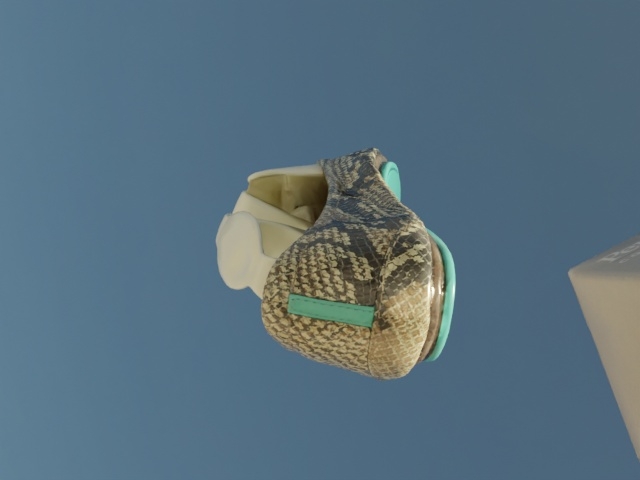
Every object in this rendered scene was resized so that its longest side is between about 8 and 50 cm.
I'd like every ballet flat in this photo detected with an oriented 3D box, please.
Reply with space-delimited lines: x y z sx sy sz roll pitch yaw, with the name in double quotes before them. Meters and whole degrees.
"ballet flat" 0.000 0.000 1.077 0.483 0.182 0.164 -97 -164 -80

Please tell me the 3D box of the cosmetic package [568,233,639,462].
"cosmetic package" 0.170 0.028 0.269 0.107 0.127 0.238 68 -14 -8
